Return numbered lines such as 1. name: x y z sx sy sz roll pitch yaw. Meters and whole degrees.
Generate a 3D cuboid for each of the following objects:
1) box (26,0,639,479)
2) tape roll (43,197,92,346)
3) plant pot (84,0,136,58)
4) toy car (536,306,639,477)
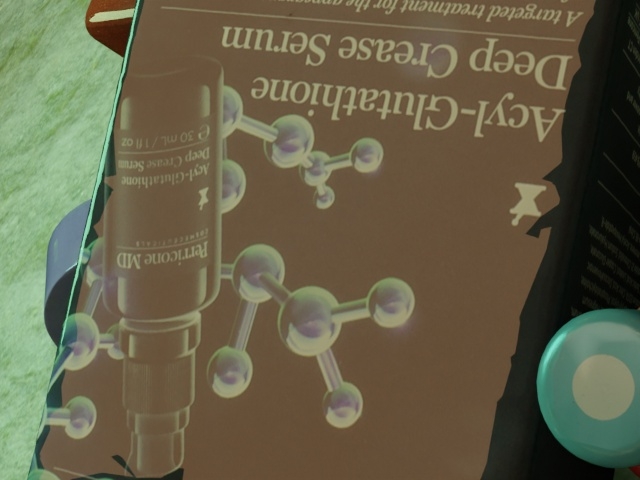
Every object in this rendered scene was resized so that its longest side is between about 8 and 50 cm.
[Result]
1. box: 0.033 0.013 0.792 0.294 0.212 0.395 9 84 25
2. tape roll: -0.166 0.044 1.245 0.189 0.189 0.080 -42 35 30
3. plant pot: -0.003 -0.246 1.190 0.236 0.267 0.267 6 71 44
4. toy car: 0.266 0.093 0.618 0.210 0.219 0.238 -49 62 22
